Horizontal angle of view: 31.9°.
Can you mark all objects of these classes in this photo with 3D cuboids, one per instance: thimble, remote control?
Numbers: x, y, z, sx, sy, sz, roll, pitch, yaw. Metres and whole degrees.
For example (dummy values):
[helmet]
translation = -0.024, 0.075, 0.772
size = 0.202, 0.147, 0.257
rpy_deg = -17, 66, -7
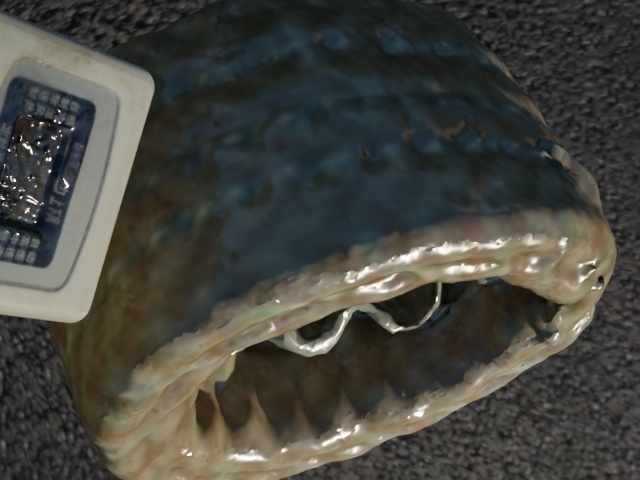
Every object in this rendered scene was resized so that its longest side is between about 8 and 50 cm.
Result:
[thimble]
translation = -0.004, -0.001, 0.475
size = 0.229, 0.196, 0.148
rpy_deg = -22, 63, -7
[remote control]
translation = -0.122, -0.030, 0.287
size = 0.190, 0.029, 0.087
rpy_deg = 17, 90, -54
